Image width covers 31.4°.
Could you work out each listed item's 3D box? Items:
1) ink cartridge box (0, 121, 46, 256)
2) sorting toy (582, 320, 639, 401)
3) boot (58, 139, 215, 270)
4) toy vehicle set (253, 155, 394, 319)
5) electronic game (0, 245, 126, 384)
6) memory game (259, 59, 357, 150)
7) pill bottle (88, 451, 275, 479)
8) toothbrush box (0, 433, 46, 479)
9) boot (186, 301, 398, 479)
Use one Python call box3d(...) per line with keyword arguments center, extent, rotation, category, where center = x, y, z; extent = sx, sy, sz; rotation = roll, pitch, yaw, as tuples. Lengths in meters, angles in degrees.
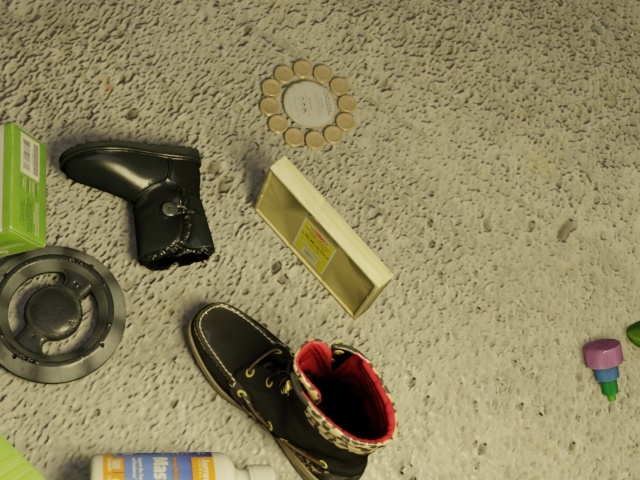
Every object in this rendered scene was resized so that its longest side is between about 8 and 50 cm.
box3d(center=(-0.577, -0.064, 1.832), extent=(0.255, 0.097, 0.188), rotation=(-12, 67, 18), category="ink cartridge box")
box3d(center=(0.639, 0.200, 2.026), extent=(0.366, 0.127, 0.126), rotation=(-16, 102, -17), category="sorting toy")
box3d(center=(-0.302, -0.056, 1.885), extent=(0.247, 0.094, 0.207), rotation=(1, 64, -20), category="boot")
box3d(center=(0.000, 0.000, 1.898), extent=(0.035, 0.166, 0.267), rotation=(-38, 81, -25), category="toy vehicle set")
box3d(center=(-0.424, 0.117, 1.809), extent=(0.229, 0.048, 0.229), rotation=(5, 67, -13), category="electronic game")
box3d(center=(-0.022, -0.248, 2.083), extent=(0.186, 0.012, 0.186), rotation=(5, 66, -12), category="memory game")
box3d(center=(-0.206, 0.390, 1.690), extent=(0.272, 0.152, 0.152), rotation=(1, 67, -13), category="pill bottle")
box3d(center=(-0.452, 0.427, 1.575), extent=(0.283, 0.122, 0.206), rotation=(43, 108, 5), category="toothbrush box")
box3d(center=(-0.043, 0.210, 1.731), extent=(0.138, 0.284, 0.377), rotation=(-35, 80, -24), category="boot")
